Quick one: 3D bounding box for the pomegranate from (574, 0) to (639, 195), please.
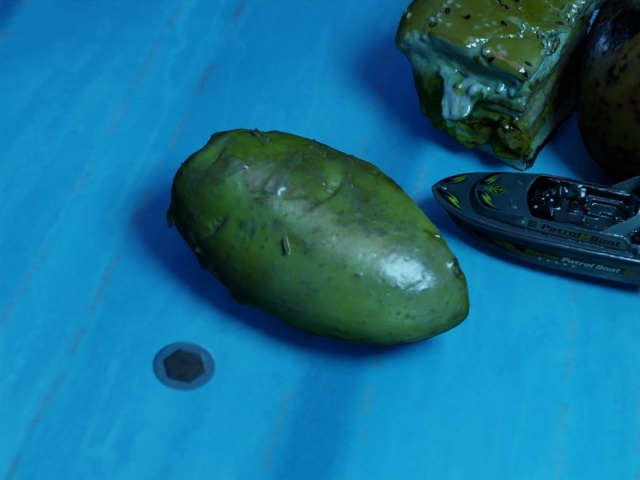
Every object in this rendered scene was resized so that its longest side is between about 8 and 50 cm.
[{"bbox_3d":[0.408,-0.190,1.171,0.285,0.340,0.285,8,47,-8],"label":"pomegranate"}]

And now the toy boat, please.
[{"bbox_3d":[0.228,-0.024,1.152,0.246,0.103,0.093,13,45,10],"label":"toy boat"}]

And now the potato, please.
[{"bbox_3d":[0.000,0.000,1.072,0.298,0.141,0.176,32,62,14],"label":"potato"}]

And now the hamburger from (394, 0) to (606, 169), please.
[{"bbox_3d":[0.191,-0.206,1.282,0.192,0.167,0.288,26,47,16],"label":"hamburger"}]
